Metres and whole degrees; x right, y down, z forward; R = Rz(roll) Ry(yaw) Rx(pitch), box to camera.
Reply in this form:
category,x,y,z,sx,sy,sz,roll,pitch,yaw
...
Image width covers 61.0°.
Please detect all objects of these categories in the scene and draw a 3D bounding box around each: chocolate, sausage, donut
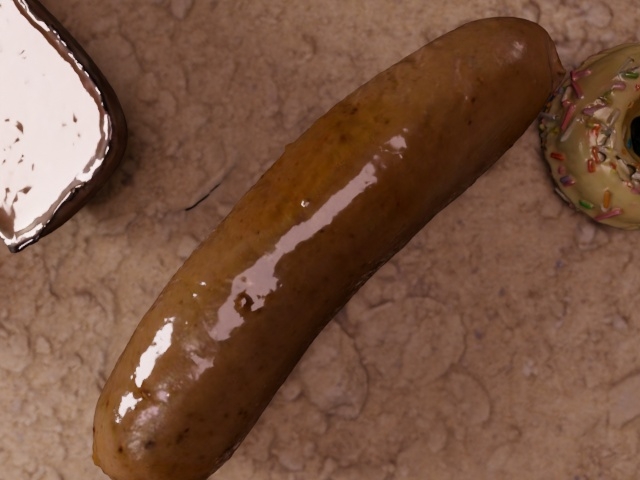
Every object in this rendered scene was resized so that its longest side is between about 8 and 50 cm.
category,x,y,z,sx,sy,sz,roll,pitch,yaw
chocolate,-0.257,-0.132,0.453,0.161,0.083,0.261,-38,86,17
sausage,-0.002,-0.002,0.440,0.136,0.123,0.500,42,88,-3
donut,0.284,-0.093,0.474,0.175,0.068,0.174,0,89,-2
